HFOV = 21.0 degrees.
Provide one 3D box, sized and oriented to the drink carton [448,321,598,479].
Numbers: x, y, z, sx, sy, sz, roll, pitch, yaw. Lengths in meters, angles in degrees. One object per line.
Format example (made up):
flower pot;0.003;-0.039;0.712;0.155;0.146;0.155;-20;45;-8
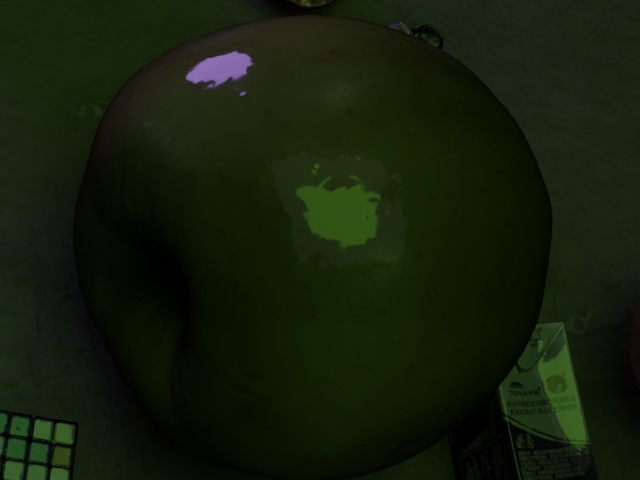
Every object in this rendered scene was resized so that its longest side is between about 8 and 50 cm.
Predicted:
drink carton;0.209;0.207;1.828;0.101;0.134;0.222;-2;71;-22

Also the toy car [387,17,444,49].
toy car;0.115;-0.117;1.930;0.124;0.101;0.257;-29;84;-24

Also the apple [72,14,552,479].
apple;0.000;0.000;1.658;0.473;0.473;0.474;7;68;-19

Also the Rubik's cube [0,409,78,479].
Rubik's cube;-0.290;0.220;1.649;0.092;0.092;0.092;12;67;-18

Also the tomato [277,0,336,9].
tomato;-0.028;-0.334;1.970;0.155;0.069;0.156;2;85;-24

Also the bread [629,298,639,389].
bread;0.489;0.086;1.877;0.320;0.320;0.237;-2;73;-22
